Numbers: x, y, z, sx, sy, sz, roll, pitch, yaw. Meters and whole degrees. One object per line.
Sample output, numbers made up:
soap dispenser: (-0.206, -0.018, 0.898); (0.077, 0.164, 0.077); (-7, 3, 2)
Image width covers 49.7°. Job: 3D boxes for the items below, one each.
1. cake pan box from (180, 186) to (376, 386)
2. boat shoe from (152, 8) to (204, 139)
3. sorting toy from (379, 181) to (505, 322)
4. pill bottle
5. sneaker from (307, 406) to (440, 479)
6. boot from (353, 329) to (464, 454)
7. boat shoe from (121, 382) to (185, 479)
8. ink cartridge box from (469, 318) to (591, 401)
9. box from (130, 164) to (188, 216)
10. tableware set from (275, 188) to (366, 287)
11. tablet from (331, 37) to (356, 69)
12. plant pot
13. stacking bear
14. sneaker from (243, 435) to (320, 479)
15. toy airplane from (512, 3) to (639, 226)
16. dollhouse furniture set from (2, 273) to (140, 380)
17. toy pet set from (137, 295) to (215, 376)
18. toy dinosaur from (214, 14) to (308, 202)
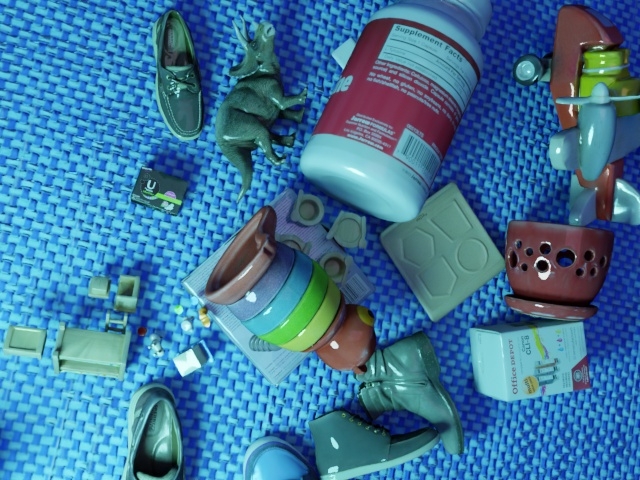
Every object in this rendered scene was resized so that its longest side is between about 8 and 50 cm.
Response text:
cake pan box: (-0.069, 0.076, 1.221); (0.267, 0.070, 0.246); (-44, 99, -13)
boat shoe: (-0.247, -0.288, 1.194); (0.080, 0.073, 0.224); (-9, 88, -15)
sorting toy: (0.233, 0.021, 1.322); (0.193, 0.038, 0.208); (-35, 100, -14)
pill bottle: (0.145, -0.257, 1.215); (0.229, 0.229, 0.408); (27, 80, -11)
sneaker: (0.092, 0.337, 1.209); (0.222, 0.083, 0.118); (-17, 79, -2)
boot: (0.156, 0.298, 1.271); (0.161, 0.083, 0.247); (-21, 92, -3)
boat shoe: (-0.272, 0.382, 1.131); (0.102, 0.092, 0.285); (2, 87, -17)
ink cartridge box: (0.388, 0.221, 1.299); (0.176, 0.127, 0.128); (-6, 88, -14)
box: (-0.276, -0.083, 1.184); (0.083, 0.052, 0.062); (19, 82, -11)
tableware set: (0.000, 0.000, 1.201); (0.168, 0.020, 0.141); (21, 79, -14)
tablet: (0.066, -0.339, 1.315); (0.054, 0.006, 0.083); (-42, 97, -14)
plant pot: (0.441, 0.055, 1.297); (0.191, 0.191, 0.174); (4, 92, -14)
stacking bear: (-0.026, 0.108, 1.119); (0.289, 0.175, 0.164); (38, 108, -20)
sneaker: (-0.015, 0.487, 1.118); (0.130, 0.236, 0.323); (-23, 92, -15)
toy airplane: (0.552, -0.212, 1.287); (0.384, 0.272, 0.386); (37, 55, -32)
dollhouse furniture set: (-0.401, 0.133, 1.135); (0.181, 0.101, 0.161); (10, 59, -13)
toy pet set: (-0.225, 0.165, 1.173); (0.122, 0.065, 0.114); (-29, 90, 10)
toy dinosaur: (-0.117, -0.217, 1.220); (0.160, 0.121, 0.314); (19, 86, -1)
